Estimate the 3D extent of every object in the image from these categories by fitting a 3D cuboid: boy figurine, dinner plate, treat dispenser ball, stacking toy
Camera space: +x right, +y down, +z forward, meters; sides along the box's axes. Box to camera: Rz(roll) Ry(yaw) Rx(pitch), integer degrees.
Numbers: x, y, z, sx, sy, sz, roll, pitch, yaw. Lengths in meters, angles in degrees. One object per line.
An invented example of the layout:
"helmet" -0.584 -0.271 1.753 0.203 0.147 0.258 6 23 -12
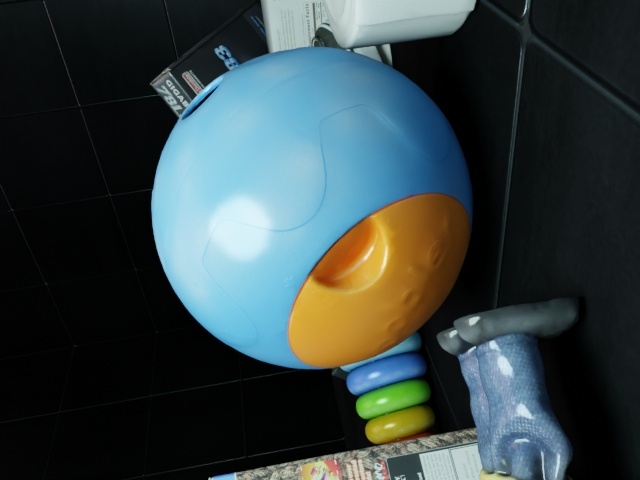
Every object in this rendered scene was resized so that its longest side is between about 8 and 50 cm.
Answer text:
"boy figurine" 0.143 0.180 0.369 0.177 0.092 0.285 93 166 -71
"dinner plate" 0.077 -0.247 0.856 0.141 0.017 0.141 171 90 -84
"treat dispenser ball" -0.007 -0.028 0.572 0.288 0.288 0.288 171 90 -86
"stacking toy" 0.105 0.228 0.860 0.141 0.141 0.330 93 161 -72

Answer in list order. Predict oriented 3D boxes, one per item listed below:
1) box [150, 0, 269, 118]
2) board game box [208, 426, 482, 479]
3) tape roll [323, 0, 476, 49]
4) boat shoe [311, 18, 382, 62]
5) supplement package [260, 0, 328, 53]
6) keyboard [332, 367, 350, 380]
"box" -0.116 -0.255 1.150 0.295 0.073 0.293 52 -131 -19
"board game box" 0.049 0.347 0.634 0.141 0.290 0.232 88 173 -59
"tape roll" 0.049 -0.308 0.513 0.286 0.100 0.286 171 90 -85
"boat shoe" 0.028 -0.165 0.800 0.121 0.119 0.335 87 167 -56
"supplement package" -0.023 -0.397 0.996 0.262 0.145 0.204 86 173 -49
"keyboard" 0.084 0.212 0.979 0.180 0.023 0.108 30 -143 -34
